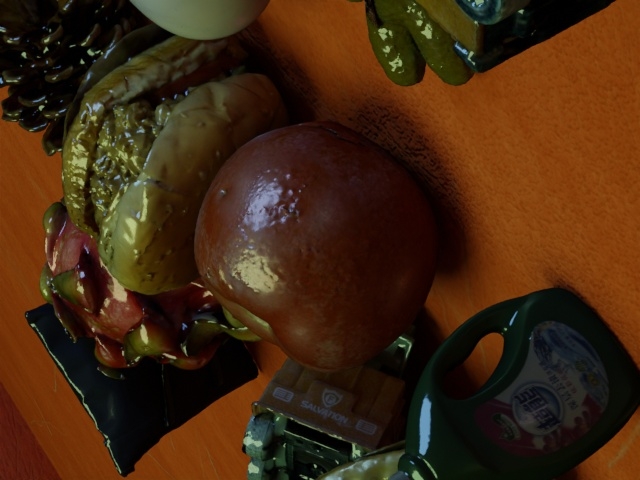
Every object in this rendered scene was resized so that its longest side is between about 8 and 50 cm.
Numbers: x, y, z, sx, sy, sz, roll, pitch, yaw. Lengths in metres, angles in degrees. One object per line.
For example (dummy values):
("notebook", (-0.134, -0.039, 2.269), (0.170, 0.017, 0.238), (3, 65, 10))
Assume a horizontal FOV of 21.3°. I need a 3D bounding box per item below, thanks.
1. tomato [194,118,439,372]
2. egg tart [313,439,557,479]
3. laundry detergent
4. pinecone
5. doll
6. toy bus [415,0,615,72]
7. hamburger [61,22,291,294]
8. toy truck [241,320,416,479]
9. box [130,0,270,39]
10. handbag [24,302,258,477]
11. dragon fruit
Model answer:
("tomato", (0.000, 0.000, 1.430), (0.208, 0.184, 0.208), (38, 169, 8))
("egg tart", (0.088, 0.285, 1.482), (0.290, 0.290, 0.115), (91, 170, -52))
("laundry detergent", (0.130, 0.127, 1.277), (0.137, 0.211, 0.063), (56, 158, 11))
("pinecone", (-0.267, -0.203, 1.769), (0.185, 0.168, 0.212), (24, 140, 46))
("doll", (0.041, -0.194, 1.228), (0.137, 0.097, 0.209), (11, 133, 54))
("toy bus", (0.101, -0.275, 0.913), (0.194, 0.162, 0.323), (49, 157, 32))
("hamburger", (-0.127, -0.072, 1.559), (0.163, 0.244, 0.244), (39, 151, 27))
("toy truck", (0.031, 0.204, 1.644), (0.133, 0.184, 0.338), (20, 150, 16))
("box", (-0.157, -0.348, 1.392), (0.349, 0.141, 0.289), (49, 154, 26))
("handbag", (-0.193, 0.122, 1.925), (0.088, 0.254, 0.211), (-24, 96, 44))
("dragon fruit", (-0.155, 0.028, 1.772), (0.307, 0.227, 0.243), (35, 154, 18))
